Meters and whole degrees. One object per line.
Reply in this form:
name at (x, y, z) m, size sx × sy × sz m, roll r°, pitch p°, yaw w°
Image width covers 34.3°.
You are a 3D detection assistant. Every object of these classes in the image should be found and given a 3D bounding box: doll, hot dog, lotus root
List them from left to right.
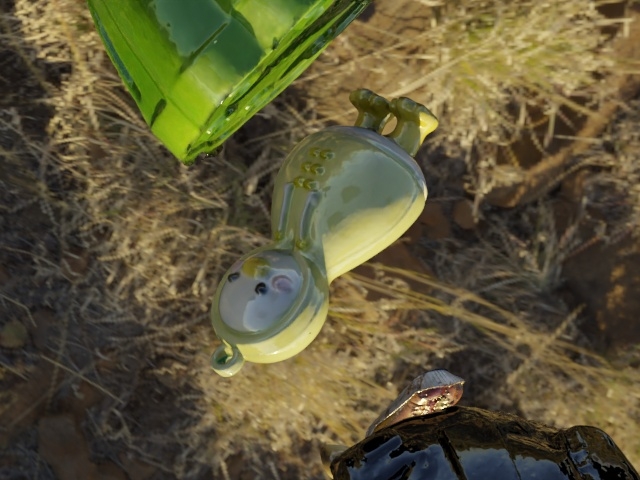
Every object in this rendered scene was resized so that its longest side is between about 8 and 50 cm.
lotus root at (-0.065, -0.159, 0.554) m, size 0.186 × 0.186 × 0.186 m, roll -6°, pitch 101°, yaw -29°
doll at (-0.005, -0.007, 0.911) m, size 0.296 × 0.141 × 0.117 m, roll -52°, pitch 140°, yaw -23°
hot dog at (0.137, 0.265, 1.552) m, size 0.108 × 0.059 × 0.191 m, roll 4°, pitch 131°, yaw -43°

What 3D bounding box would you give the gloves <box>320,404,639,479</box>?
gloves at (0.075, 0.163, 0.602) m, size 0.203 × 0.164 × 0.124 m, roll -2°, pitch 117°, yaw -29°
